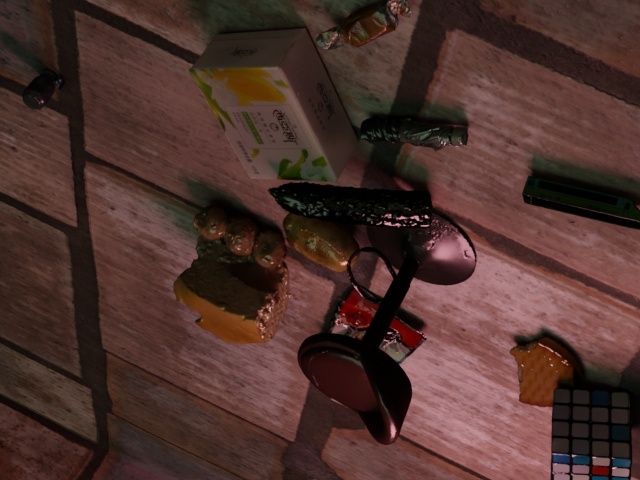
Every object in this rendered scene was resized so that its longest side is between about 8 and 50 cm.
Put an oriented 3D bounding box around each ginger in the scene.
[{"bbox_3d":[-0.162,-0.010,2.218,0.204,0.080,0.104,24,179,10],"label":"ginger"}]

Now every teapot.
[{"bbox_3d":[-0.552,-0.303,2.126,0.063,0.083,0.049,-22,123,41],"label":"teapot"}]

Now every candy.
[{"bbox_3d":[0.071,-0.333,1.642,0.182,0.046,0.053,-16,122,42],"label":"candy"}]

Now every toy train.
[{"bbox_3d":[0.433,-0.062,1.721,0.209,0.042,0.044,15,167,20],"label":"toy train"}]

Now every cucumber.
[{"bbox_3d":[0.056,-0.064,1.888,0.300,0.072,0.072,4,145,-4],"label":"cucumber"}]

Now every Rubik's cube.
[{"bbox_3d":[0.534,0.398,2.115,0.154,0.155,0.151,1,141,13],"label":"Rubik's cube"}]

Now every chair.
[{"bbox_3d":[0.111,0.150,1.925,0.227,0.401,0.226,19,146,14],"label":"chair"}]

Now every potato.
[{"bbox_3d":[0.000,0.000,2.099,0.170,0.080,0.107,29,157,10],"label":"potato"}]

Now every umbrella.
[{"bbox_3d":[0.157,-0.179,1.783,0.188,0.046,0.050,6,158,28],"label":"umbrella"}]

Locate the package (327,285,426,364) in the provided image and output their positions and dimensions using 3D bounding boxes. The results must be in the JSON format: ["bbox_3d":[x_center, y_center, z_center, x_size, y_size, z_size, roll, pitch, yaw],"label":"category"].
[{"bbox_3d":[0.104,0.216,2.328,0.194,0.071,0.269,28,134,-1],"label":"package"}]

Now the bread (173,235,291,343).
[{"bbox_3d":[-0.179,0.126,2.324,0.224,0.183,0.211,19,151,19],"label":"bread"}]

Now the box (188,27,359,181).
[{"bbox_3d":[-0.076,-0.229,1.835,0.194,0.111,0.260,3,136,34],"label":"box"}]

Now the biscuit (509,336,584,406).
[{"bbox_3d":[0.445,0.269,2.158,0.176,0.031,0.228,34,147,-5],"label":"biscuit"}]
